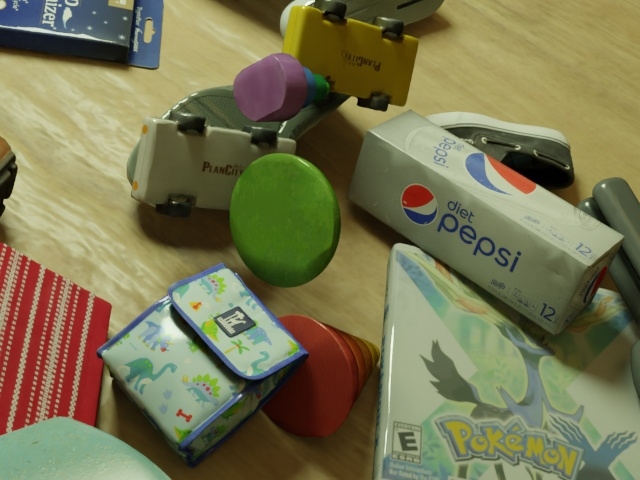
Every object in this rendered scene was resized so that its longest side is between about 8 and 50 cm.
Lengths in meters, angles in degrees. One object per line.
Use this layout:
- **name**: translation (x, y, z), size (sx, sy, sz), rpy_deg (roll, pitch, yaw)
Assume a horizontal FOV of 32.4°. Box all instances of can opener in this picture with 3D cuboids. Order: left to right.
- **can opener**: translation (0.344, 0.062, 1.158), size (0.093, 0.074, 0.280), rpy_deg (-5, 61, -27)

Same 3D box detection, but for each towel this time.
- **towel**: translation (-0.294, 0.084, 0.948), size (0.275, 0.031, 0.199), rpy_deg (36, 39, -38)

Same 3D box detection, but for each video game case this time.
- **video game case**: translation (0.222, 0.157, 1.135), size (0.329, 0.036, 0.300), rpy_deg (12, 50, -6)

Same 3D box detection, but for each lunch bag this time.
- **lunch bag**: translation (-0.106, 0.109, 1.019), size (0.151, 0.096, 0.129), rpy_deg (-39, 71, -16)

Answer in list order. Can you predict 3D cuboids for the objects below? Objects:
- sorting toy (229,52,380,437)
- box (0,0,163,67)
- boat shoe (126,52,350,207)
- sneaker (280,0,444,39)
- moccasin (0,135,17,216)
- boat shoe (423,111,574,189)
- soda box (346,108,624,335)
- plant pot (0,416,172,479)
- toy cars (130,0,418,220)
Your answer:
- **sorting toy**: translation (0.000, 0.000, 1.079), size (0.126, 0.127, 0.365), rpy_deg (-10, 92, -52)
- **box**: translation (-0.303, -0.279, 1.335), size (0.225, 0.036, 0.136), rpy_deg (7, 51, -13)
- **boat shoe**: translation (-0.087, -0.126, 1.244), size (0.320, 0.103, 0.118), rpy_deg (-40, 90, -31)
- **sneaker**: translation (0.044, -0.306, 1.435), size (0.258, 0.094, 0.091), rpy_deg (-21, 40, -32)
- **moccasin**: translation (-0.443, 0.009, 1.008), size (0.147, 0.139, 0.380), rpy_deg (44, 63, 8)
- **boat shoe**: translation (0.200, -0.094, 1.309), size (0.228, 0.080, 0.076), rpy_deg (6, 49, -21)
- **soda box**: translation (0.172, -0.026, 1.189), size (0.286, 0.098, 0.091), rpy_deg (34, 38, 23)
- **plant pot**: translation (-0.206, 0.279, 0.791), size (0.247, 0.248, 0.252), rpy_deg (-17, 50, -27)
- **toy cars**: translation (-0.052, -0.138, 1.151), size (0.087, 0.176, 0.394), rpy_deg (16, 49, 44)
